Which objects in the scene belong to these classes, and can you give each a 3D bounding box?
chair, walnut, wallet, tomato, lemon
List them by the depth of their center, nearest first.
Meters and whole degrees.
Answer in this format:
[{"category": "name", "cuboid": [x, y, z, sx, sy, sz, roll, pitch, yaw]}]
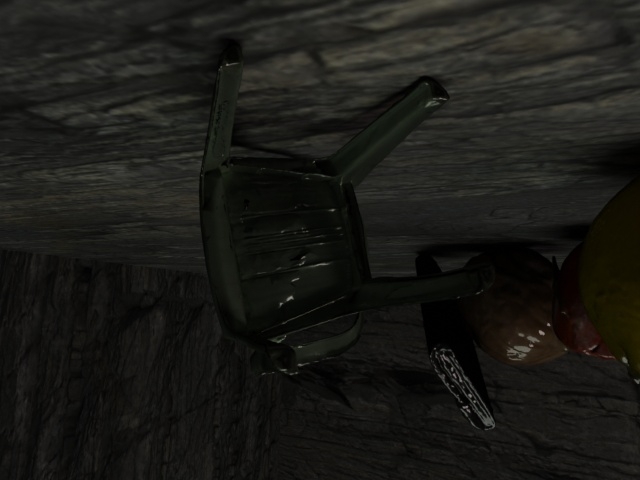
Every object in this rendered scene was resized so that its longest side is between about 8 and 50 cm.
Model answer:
[{"category": "chair", "cuboid": [0.000, 0.000, 0.445, 0.190, 0.204, 0.274, -7, 171, -21]}, {"category": "lemon", "cuboid": [0.339, 0.027, 0.490, 0.192, 0.231, 0.192, 30, -175, -3]}, {"category": "tomato", "cuboid": [0.521, 0.062, 0.877, 0.308, 0.170, 0.309, -11, -155, 5]}, {"category": "walnut", "cuboid": [0.414, 0.141, 1.143, 0.227, 0.273, 0.273, -43, 161, 9]}, {"category": "wallet", "cuboid": [0.286, 0.203, 1.199, 0.062, 0.228, 0.406, -27, -162, 17]}]
